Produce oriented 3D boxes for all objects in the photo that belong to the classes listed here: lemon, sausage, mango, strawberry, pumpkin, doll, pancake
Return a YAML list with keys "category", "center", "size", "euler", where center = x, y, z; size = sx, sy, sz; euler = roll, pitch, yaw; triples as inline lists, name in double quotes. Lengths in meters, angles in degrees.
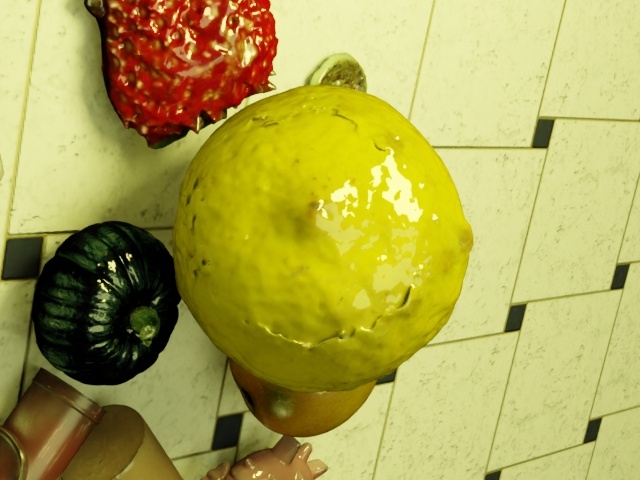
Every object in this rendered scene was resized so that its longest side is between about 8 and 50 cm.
- category: "lemon"
  center: [0.000, 0.000, 1.504]
  size: [0.350, 0.350, 0.387]
  euler: [-61, 177, -7]
- category: "sausage"
  center: [-0.226, 0.326, 1.645]
  size: [0.123, 0.123, 0.253]
  euler: [-47, 137, -22]
- category: "mango"
  center: [0.006, 0.111, 1.748]
  size: [0.211, 0.173, 0.317]
  euler: [38, 76, -15]
- category: "strawberry"
  center: [-0.145, -0.257, 1.450]
  size: [0.233, 0.138, 0.306]
  euler: [-37, 134, -29]
- category: "pumpkin"
  center: [-0.241, 0.072, 1.498]
  size: [0.194, 0.150, 0.194]
  euler: [19, 90, -85]
- category: "doll"
  center: [-0.086, 0.365, 1.840]
  size: [0.211, 0.093, 0.262]
  euler: [-55, 142, -5]
- category: "pancake"
  center: [0.022, -0.193, 1.752]
  size: [0.129, 0.023, 0.116]
  euler: [30, 85, -55]

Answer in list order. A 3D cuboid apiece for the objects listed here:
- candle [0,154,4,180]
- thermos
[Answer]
- category: "candle"
  center: [-0.380, -0.084, 1.285]
  size: [0.168, 0.068, 0.192]
  euler: [34, 60, -70]
- category: "thermos"
  center: [-0.346, 0.268, 1.502]
  size: [0.232, 0.099, 0.124]
  euler: [-58, 141, -13]
